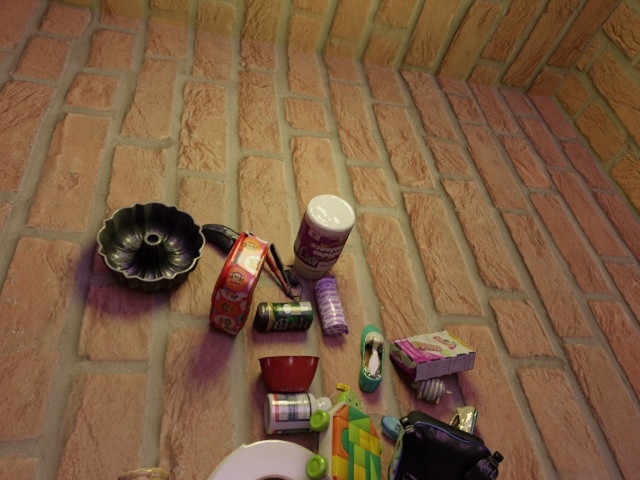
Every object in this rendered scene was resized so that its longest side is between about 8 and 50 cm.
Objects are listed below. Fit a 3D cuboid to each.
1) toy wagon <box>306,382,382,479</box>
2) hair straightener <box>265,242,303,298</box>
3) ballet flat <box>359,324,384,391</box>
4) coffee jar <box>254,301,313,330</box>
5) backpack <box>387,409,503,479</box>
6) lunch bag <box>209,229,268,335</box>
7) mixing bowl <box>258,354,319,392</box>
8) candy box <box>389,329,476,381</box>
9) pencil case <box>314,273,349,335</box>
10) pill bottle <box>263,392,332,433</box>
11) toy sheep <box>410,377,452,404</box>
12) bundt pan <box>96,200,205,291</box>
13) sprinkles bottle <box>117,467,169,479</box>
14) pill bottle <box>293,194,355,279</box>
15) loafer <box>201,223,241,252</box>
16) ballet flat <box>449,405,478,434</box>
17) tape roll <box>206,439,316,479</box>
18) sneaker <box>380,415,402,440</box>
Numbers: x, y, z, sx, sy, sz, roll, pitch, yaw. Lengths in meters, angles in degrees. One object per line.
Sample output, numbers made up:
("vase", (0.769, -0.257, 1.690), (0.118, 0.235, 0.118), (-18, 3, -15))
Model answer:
("toy wagon", (0.078, 0.544, 1.314), (0.267, 0.068, 0.345), (41, 37, -33))
("hair straightener", (-0.120, 0.106, 1.714), (0.089, 0.047, 0.231), (-22, 68, -34))
("ballet flat", (0.175, 0.366, 1.582), (0.083, 0.087, 0.248), (16, 47, -6))
("coffee jar", (-0.120, 0.245, 1.575), (0.184, 0.096, 0.079), (2, 48, -18))
("backpack", (0.300, 0.620, 1.309), (0.276, 0.213, 0.264), (21, 86, 9))
("lunch bag", (-0.243, 0.121, 1.505), (0.120, 0.293, 0.258), (21, 43, -3))
("mixing bowl", (-0.092, 0.394, 1.424), (0.181, 0.181, 0.098), (5, 69, -16))
("candy box", (0.367, 0.375, 1.606), (0.233, 0.071, 0.159), (-4, 19, -24))
("pencil case", (0.036, 0.224, 1.662), (0.088, 0.086, 0.206), (20, 44, -35))
("pill bottle", (-0.064, 0.488, 1.378), (0.179, 0.108, 0.108), (5, 49, -17))
("toy sheep", (0.354, 0.474, 1.557), (0.131, 0.091, 0.091), (17, 47, 2))
("bundt pan", (-0.548, 0.030, 1.587), (0.330, 0.124, 0.331), (10, 49, -12))
("sprinkles bottle", (-0.397, 0.700, 1.066), (0.121, 0.121, 0.356), (2, 50, -18))
("pill bottle", (0.000, 0.000, 1.687), (0.169, 0.302, 0.169), (10, 48, -11))
("loafer", (-0.321, 0.004, 1.722), (0.223, 0.076, 0.078), (21, 39, -7))
("ballet flat", (0.421, 0.614, 1.475), (0.086, 0.086, 0.249), (26, 46, 3))
("tape roll", (-0.119, 0.698, 1.204), (0.391, 0.072, 0.392), (10, 49, -12))
("sneaker", (0.257, 0.567, 1.448), (0.162, 0.073, 0.063), (28, 48, 5))
